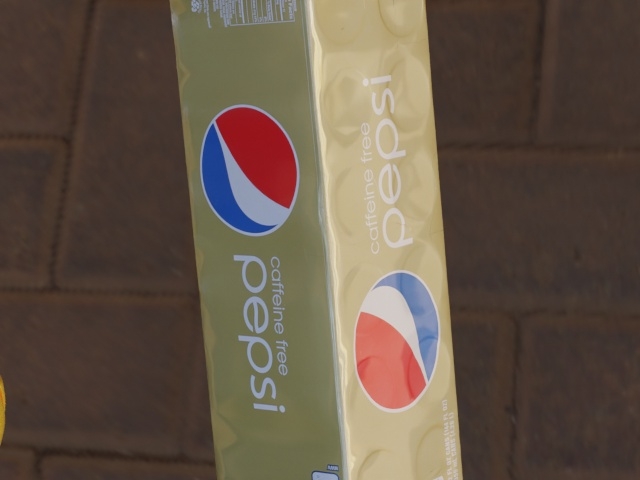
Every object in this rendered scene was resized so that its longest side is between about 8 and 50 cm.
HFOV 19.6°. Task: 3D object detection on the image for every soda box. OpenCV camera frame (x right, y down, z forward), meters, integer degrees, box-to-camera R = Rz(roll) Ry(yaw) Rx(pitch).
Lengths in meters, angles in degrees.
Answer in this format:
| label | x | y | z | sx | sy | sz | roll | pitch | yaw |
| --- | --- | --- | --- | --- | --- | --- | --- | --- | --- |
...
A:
| label | x | y | z | sx | sy | sz | roll | pitch | yaw |
| --- | --- | --- | --- | --- | --- | --- | --- | --- | --- |
| soda box | 0.000 | 0.000 | 0.594 | 0.058 | 0.061 | 0.181 | 3 | 101 | 40 |

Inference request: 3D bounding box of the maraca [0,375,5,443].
| label | x | y | z | sx | sy | sz | roll | pitch | yaw |
| --- | --- | --- | --- | --- | --- | --- | --- | --- | --- |
| maraca | -0.249 | 0.065 | 1.051 | 0.099 | 0.127 | 0.186 | -42 | 79 | 0 |
